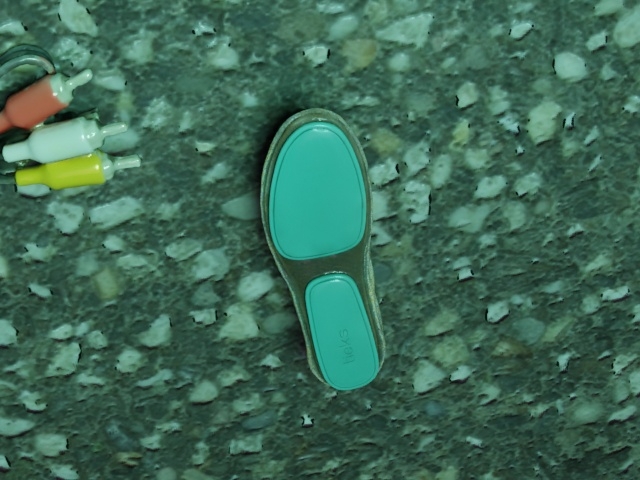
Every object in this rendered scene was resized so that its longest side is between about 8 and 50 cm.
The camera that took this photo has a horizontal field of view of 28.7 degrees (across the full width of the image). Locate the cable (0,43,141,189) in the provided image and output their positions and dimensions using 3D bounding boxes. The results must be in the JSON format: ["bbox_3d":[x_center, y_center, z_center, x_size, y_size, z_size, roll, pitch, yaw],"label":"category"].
[{"bbox_3d":[-0.313,-0.073,1.118,0.287,0.072,0.139,-24,118,2],"label":"cable"}]

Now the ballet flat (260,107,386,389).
[{"bbox_3d":[0.000,0.000,1.219,0.108,0.106,0.316,-7,121,-2],"label":"ballet flat"}]
